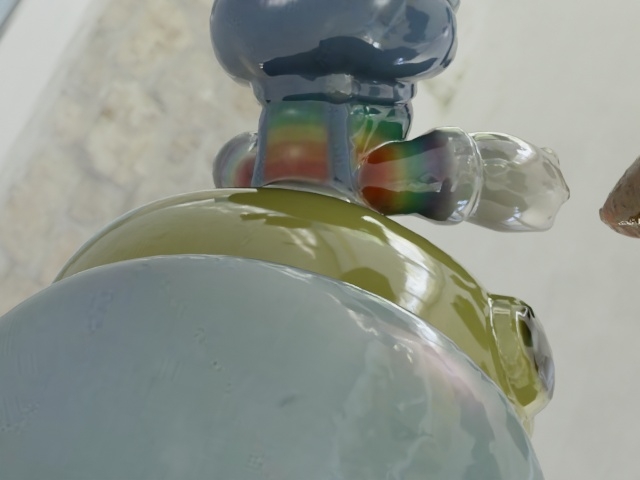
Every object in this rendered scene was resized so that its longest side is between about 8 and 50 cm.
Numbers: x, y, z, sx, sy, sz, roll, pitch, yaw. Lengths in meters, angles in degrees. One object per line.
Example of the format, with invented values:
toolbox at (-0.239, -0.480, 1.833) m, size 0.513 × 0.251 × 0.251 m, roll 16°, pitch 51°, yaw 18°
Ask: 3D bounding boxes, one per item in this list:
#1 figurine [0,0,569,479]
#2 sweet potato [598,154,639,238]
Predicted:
figurine at (-0.028, -0.002, 0.634) m, size 0.224 × 0.205 × 0.382 m, roll -12°, pitch -122°, yaw 21°
sweet potato at (0.223, -0.076, 0.862) m, size 0.214 × 0.050 × 0.050 m, roll -47°, pitch -156°, yaw 17°
